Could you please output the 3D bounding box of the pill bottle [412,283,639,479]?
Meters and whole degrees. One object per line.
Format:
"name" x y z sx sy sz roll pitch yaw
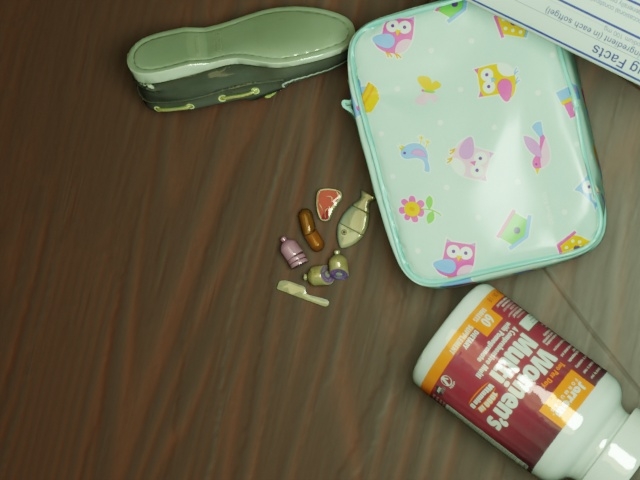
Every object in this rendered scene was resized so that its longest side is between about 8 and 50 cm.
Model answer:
"pill bottle" 0.205 0.150 1.753 0.221 0.121 0.121 37 95 11

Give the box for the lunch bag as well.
"lunch bag" 0.144 -0.100 1.782 0.224 0.108 0.279 -15 85 12

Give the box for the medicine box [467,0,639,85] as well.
"medicine box" 0.254 -0.317 1.617 0.263 0.149 0.289 29 134 18

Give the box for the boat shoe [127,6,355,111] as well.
"boat shoe" -0.074 -0.177 1.853 0.228 0.068 0.081 -7 47 7

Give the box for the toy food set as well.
"toy food set" 0.000 0.000 1.853 0.078 0.019 0.122 20 92 12
